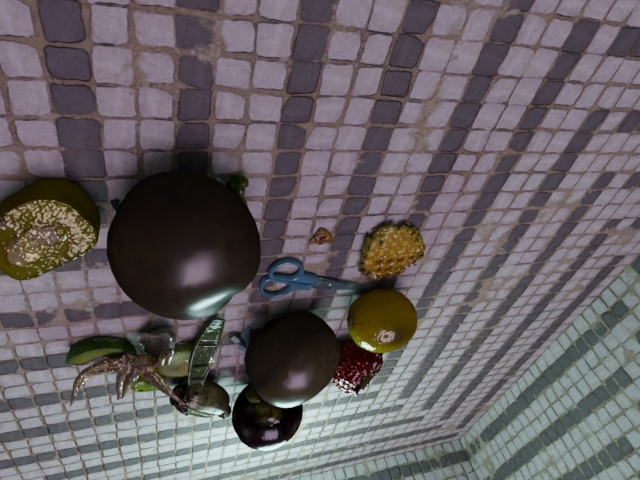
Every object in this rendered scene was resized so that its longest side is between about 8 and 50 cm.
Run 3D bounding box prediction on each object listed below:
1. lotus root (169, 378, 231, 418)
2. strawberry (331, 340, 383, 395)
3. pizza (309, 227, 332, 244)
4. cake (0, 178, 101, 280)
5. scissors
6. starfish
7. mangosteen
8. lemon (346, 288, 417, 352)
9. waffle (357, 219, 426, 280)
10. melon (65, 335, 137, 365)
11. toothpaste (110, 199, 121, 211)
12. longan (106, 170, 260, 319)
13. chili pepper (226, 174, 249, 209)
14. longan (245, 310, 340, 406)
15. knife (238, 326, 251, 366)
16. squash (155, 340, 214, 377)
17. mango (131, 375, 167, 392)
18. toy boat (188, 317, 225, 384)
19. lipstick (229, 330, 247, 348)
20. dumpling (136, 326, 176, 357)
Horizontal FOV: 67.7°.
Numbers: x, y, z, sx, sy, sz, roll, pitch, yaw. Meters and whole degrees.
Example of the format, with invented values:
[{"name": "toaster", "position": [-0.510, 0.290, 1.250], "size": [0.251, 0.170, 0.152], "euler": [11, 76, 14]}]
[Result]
[{"name": "lotus root", "position": [-0.485, 0.660, 1.974], "size": [0.173, 0.173, 0.309], "euler": [-33, 138, 13]}, {"name": "strawberry", "position": [0.130, 0.539, 2.084], "size": [0.261, 0.258, 0.261], "euler": [-38, 149, -28]}, {"name": "pizza", "position": [0.001, 0.000, 1.555], "size": [0.078, 0.025, 0.083], "euler": [-34, 139, 11]}, {"name": "cake", "position": [-0.670, -0.030, 1.134], "size": [0.261, 0.156, 0.179], "euler": [-27, 124, -2]}, {"name": "scissors", "position": [0.000, 0.155, 1.721], "size": [0.447, 0.029, 0.192], "euler": [11, 131, -32]}, {"name": "starfish", "position": [-0.634, 0.478, 1.626], "size": [0.399, 0.132, 0.383], "euler": [-10, 135, -1]}, {"name": "mangosteen", "position": [-0.229, 0.729, 2.054], "size": [0.330, 0.330, 0.330], "euler": [-12, 139, -11]}, {"name": "lemon", "position": [0.234, 0.305, 1.823], "size": [0.268, 0.267, 0.267], "euler": [-12, 139, -11]}, {"name": "waffle", "position": [0.243, 0.049, 1.688], "size": [0.262, 0.060, 0.281], "euler": [-38, 137, 18]}, {"name": "melon", "position": [-0.737, 0.376, 1.621], "size": [0.210, 0.064, 0.118], "euler": [17, 126, -40]}, {"name": "toothpaste", "position": [-0.524, -0.074, 1.251], "size": [0.027, 0.019, 0.083], "euler": [-3, 135, 5]}, {"name": "longan", "position": [-0.338, 0.021, 1.186], "size": [0.405, 0.336, 0.404], "euler": [10, 127, 14]}, {"name": "chili pepper", "position": [-0.230, -0.088, 1.322], "size": [0.073, 0.072, 0.204], "euler": [-3, 140, -8]}, {"name": "longan", "position": [-0.104, 0.433, 1.772], "size": [0.361, 0.360, 0.360], "euler": [-12, 139, -11]}, {"name": "knife", "position": [-0.294, 0.427, 1.900], "size": [0.063, 0.034, 0.260], "euler": [-5, 131, -3]}, {"name": "squash", "position": [-0.519, 0.466, 1.828], "size": [0.219, 0.041, 0.219], "euler": [-12, 139, -11]}, {"name": "mango", "position": [-0.659, 0.541, 1.828], "size": [0.091, 0.074, 0.165], "euler": [-34, 145, 14]}, {"name": "toy boat", "position": [-0.419, 0.394, 1.739], "size": [0.093, 0.055, 0.292], "euler": [9, 112, -38]}, {"name": "lipstick", "position": [-0.312, 0.388, 1.835], "size": [0.025, 0.025, 0.107], "euler": [-28, 133, 7]}, {"name": "dumpling", "position": [-0.565, 0.353, 1.644], "size": [0.127, 0.108, 0.188], "euler": [19, 142, -10]}]
